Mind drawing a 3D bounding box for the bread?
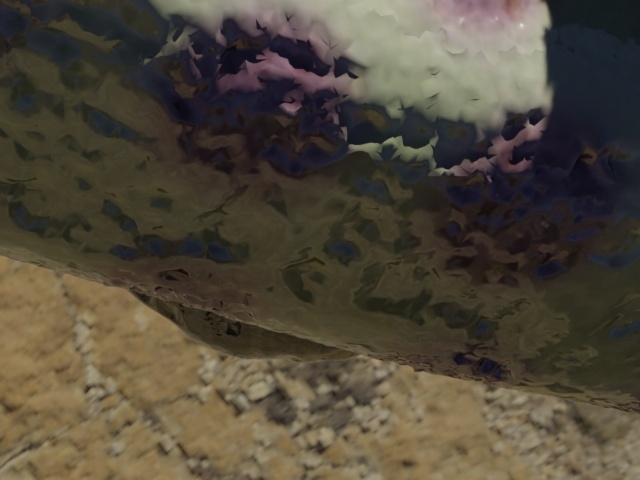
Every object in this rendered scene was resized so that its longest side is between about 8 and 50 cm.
[{"bbox_3d":[0.013,-0.049,0.585,0.338,0.187,0.155,16,32,-21],"label":"bread"}]

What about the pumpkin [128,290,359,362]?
[{"bbox_3d":[0.000,0.000,1.369,0.325,0.242,0.232,-35,73,-22],"label":"pumpkin"}]
